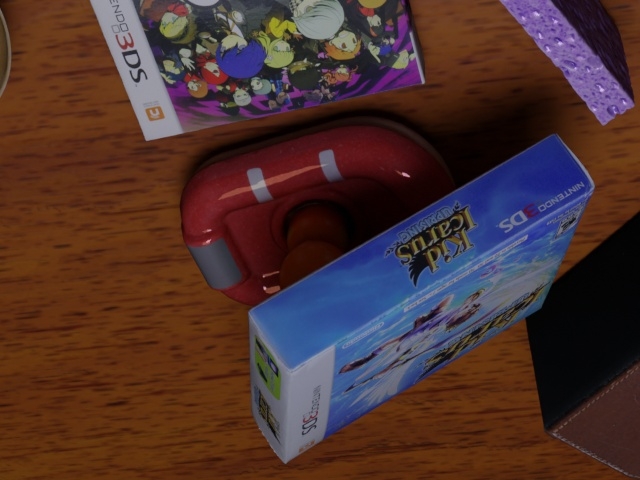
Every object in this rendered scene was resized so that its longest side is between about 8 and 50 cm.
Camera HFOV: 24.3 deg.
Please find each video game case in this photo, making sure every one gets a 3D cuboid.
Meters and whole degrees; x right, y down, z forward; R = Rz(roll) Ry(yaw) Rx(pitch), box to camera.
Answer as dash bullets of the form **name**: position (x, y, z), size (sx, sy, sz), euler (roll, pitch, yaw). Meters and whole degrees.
- **video game case**: position (-0.055, -0.188, 1.117), size (0.232, 0.042, 0.210), euler (-10, 129, 9)
- **video game case**: position (0.072, 0.054, 1.162), size (0.269, 0.061, 0.244), euler (-30, 162, -14)

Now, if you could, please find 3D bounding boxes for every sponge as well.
- **sponge**: position (0.154, -0.189, 1.066), size (0.031, 0.117, 0.210), euler (-30, 123, 26)

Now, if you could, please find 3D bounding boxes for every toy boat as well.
- **toy boat**: position (0.000, 0.000, 1.203), size (0.231, 0.151, 0.151), euler (-16, 128, 13)

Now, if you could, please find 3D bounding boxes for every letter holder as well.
- **letter holder**: position (0.359, 0.070, 1.260), size (0.214, 0.152, 0.302), euler (31, 124, -25)

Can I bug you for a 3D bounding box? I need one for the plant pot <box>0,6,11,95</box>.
- **plant pot**: position (-0.346, -0.171, 1.125), size (0.236, 0.032, 0.236), euler (5, 135, 5)
